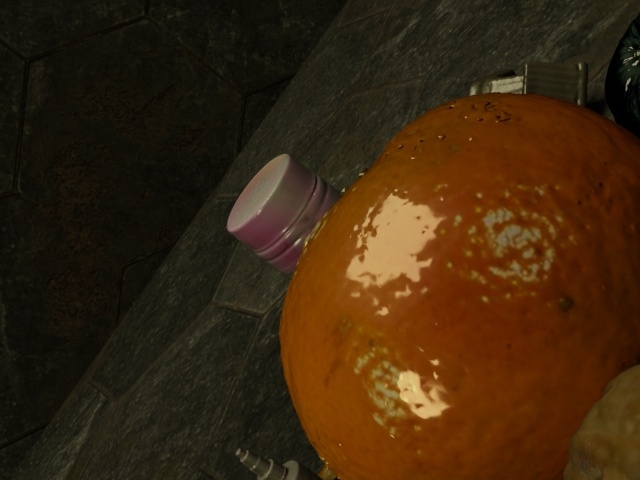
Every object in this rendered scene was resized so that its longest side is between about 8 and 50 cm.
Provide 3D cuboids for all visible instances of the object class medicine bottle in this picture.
[{"bbox_3d":[-0.018,0.292,1.251,0.057,0.199,0.057,-44,20,21],"label":"medicine bottle"},{"bbox_3d":[0.000,0.000,1.651,0.152,0.254,0.152,-45,20,21],"label":"medicine bottle"}]

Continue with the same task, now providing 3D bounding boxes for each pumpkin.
[{"bbox_3d":[0.412,-0.189,1.229,0.202,0.140,0.202,-55,22,37],"label":"pumpkin"}]

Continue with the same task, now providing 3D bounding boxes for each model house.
[{"bbox_3d":[0.282,-0.158,1.510,0.188,0.122,0.229,-4,63,49],"label":"model house"}]

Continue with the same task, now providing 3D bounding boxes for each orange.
[{"bbox_3d":[0.145,0.056,1.038,0.424,0.326,0.424,-48,-1,-1],"label":"orange"}]

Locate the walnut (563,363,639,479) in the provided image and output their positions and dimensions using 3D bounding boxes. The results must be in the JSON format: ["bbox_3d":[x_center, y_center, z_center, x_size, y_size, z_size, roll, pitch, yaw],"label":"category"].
[{"bbox_3d":[0.284,0.180,0.790,0.213,0.213,0.213,-44,20,21],"label":"walnut"}]

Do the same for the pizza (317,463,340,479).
[{"bbox_3d":[0.044,0.281,1.353,0.199,0.062,0.188,-51,5,22],"label":"pizza"}]
